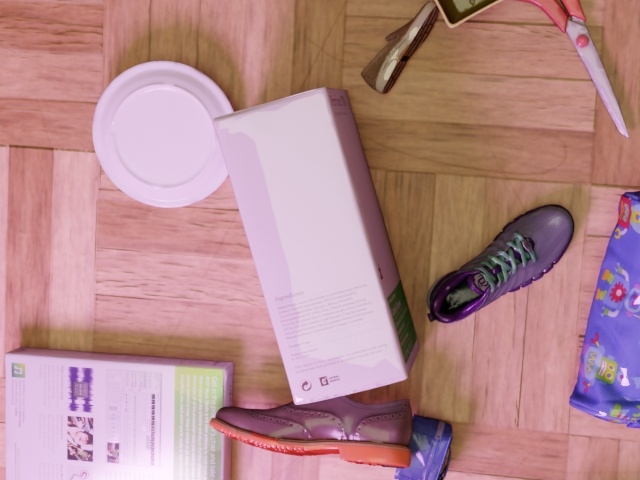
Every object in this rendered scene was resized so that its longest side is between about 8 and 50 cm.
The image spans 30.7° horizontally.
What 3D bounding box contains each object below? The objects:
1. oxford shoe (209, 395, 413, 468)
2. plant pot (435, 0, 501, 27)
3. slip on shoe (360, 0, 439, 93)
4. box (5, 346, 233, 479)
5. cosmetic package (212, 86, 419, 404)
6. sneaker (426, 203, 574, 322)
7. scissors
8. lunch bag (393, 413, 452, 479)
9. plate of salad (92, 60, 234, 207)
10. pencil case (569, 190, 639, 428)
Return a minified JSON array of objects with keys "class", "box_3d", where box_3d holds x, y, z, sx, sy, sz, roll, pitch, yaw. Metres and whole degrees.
[{"class":"oxford shoe","box_3d":[-0.011,0.235,1.535,0.271,0.097,0.098,6,78,10]},{"class":"plant pot","box_3d":[0.183,-0.319,1.469,0.081,0.083,0.081,-28,91,12]},{"class":"slip on shoe","box_3d":[0.103,-0.255,1.511,0.041,0.051,0.135,37,107,16]},{"class":"box","box_3d":[-0.282,0.275,1.632,0.322,0.058,0.232,4,97,11]},{"class":"cosmetic package","box_3d":[0.000,0.000,1.481,0.155,0.197,0.366,-14,95,11]},{"class":"sneaker","box_3d":[0.233,0.040,1.493,0.223,0.098,0.083,-40,89,12]},{"class":"scissors","box_3d":[0.332,-0.274,1.480,0.109,0.021,0.297,-40,87,10]},{"class":"lunch bag","box_3d":[0.141,0.287,1.552,0.065,0.067,0.098,17,99,8]},{"class":"plate of salad","box_3d":[-0.208,-0.144,1.575,0.199,0.048,0.200,1,106,5]},{"class":"pencil case","box_3d":[0.404,0.085,1.454,0.119,0.133,0.306,8,100,-24]}]
